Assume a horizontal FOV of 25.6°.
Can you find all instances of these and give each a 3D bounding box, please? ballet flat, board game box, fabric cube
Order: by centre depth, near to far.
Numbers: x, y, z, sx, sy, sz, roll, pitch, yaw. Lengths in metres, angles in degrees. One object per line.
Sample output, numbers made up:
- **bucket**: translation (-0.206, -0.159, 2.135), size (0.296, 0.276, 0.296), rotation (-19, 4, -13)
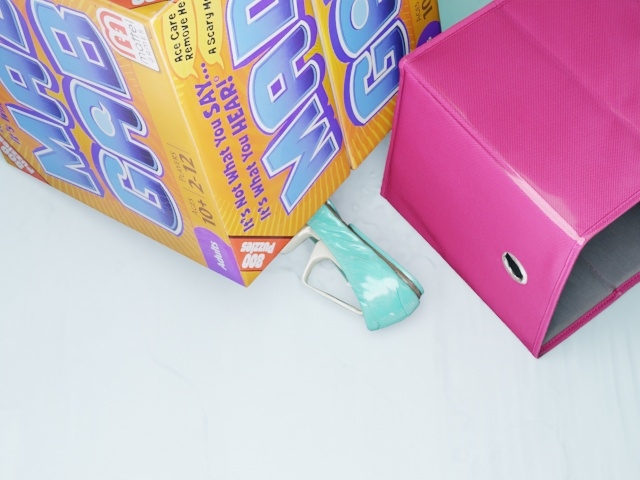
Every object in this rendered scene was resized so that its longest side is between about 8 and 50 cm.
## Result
- **board game box**: translation (-0.133, -0.247, 1.399), size (0.356, 0.356, 0.356), rotation (26, 60, 30)
- **fabric cube**: translation (0.243, -0.088, 1.434), size (0.259, 0.254, 0.258), rotation (-34, 68, -20)
- **ballet flat**: translation (0.000, 0.000, 1.474), size (0.087, 0.083, 0.247), rotation (-40, 67, -7)
